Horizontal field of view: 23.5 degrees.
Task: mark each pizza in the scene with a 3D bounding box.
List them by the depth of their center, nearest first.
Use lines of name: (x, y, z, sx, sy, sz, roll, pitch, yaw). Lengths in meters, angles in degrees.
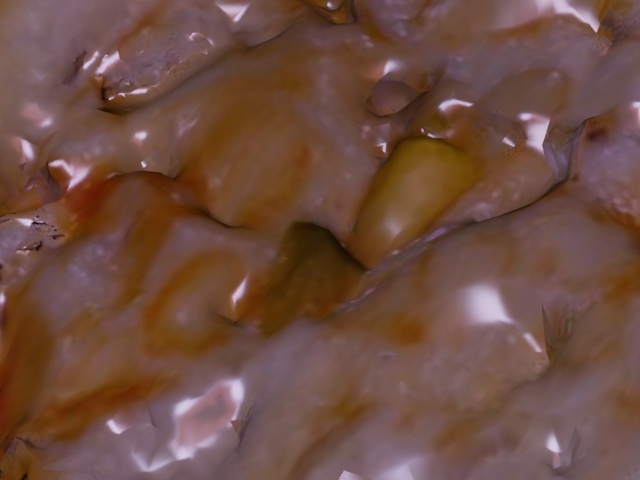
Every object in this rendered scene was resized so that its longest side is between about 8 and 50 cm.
pizza: (-0.024, -0.014, 0.480, 0.392, 0.080, 0.435, -25, 53, 2)
